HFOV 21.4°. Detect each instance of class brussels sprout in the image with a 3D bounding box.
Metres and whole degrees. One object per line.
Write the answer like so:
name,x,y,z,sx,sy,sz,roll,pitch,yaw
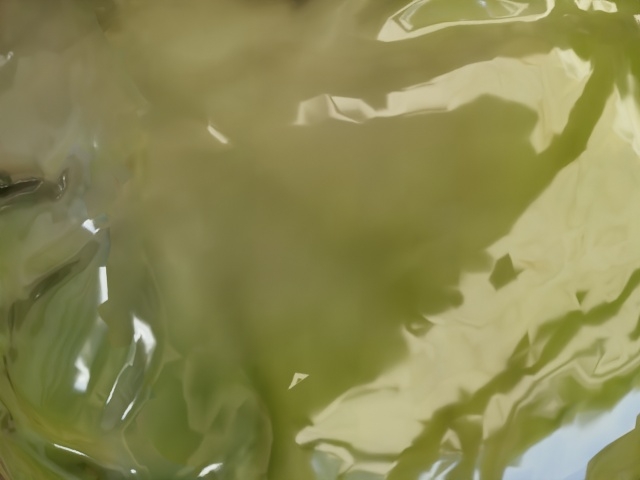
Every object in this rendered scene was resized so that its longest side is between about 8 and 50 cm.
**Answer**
brussels sprout,0.000,0.000,0.641,0.344,0.344,0.268,9,-160,-19
